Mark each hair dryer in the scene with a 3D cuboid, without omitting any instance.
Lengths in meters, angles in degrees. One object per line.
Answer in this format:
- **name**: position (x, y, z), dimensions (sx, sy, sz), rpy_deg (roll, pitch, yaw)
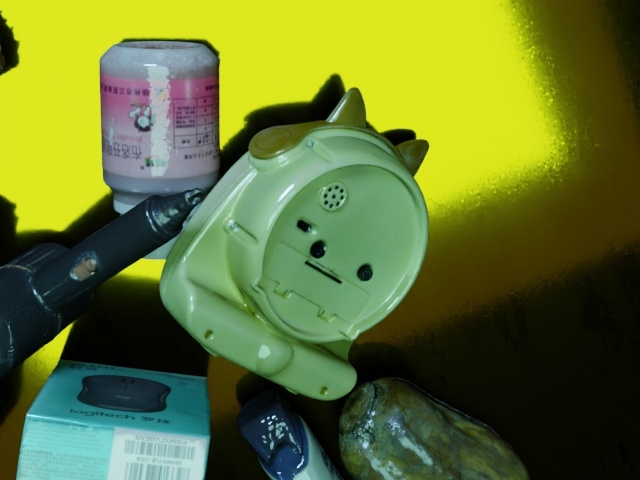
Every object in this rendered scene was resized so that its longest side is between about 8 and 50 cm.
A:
- **hair dryer**: position (-0.268, 0.030, 1.209), dimensions (0.352, 0.189, 0.107), rpy_deg (-31, 99, 30)

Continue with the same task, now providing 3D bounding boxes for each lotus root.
- **lotus root**: position (0.142, 0.290, 1.400), dimensions (0.275, 0.160, 0.152), rpy_deg (39, 121, -12)

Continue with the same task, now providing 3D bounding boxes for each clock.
- **clock**: position (0.000, 0.000, 1.285), dimensions (0.286, 0.117, 0.348), rpy_deg (31, 94, -37)

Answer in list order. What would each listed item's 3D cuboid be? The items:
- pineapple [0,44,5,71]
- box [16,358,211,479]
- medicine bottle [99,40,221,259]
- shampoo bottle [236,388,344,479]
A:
- **pineapple**: position (-0.440, -0.266, 1.239), dimensions (0.108, 0.108, 0.197), rpy_deg (-22, 98, 0)
- **box**: position (-0.235, 0.233, 1.269), dimensions (0.205, 0.311, 0.118), rpy_deg (10, 93, -7)
- **medicine bottle**: position (-0.188, -0.108, 1.276), dimensions (0.147, 0.147, 0.247), rpy_deg (0, 105, -5)
- **shampoo bottle**: position (0.016, 0.361, 1.414), dimensions (0.078, 0.134, 0.359), rpy_deg (-33, 105, 1)
